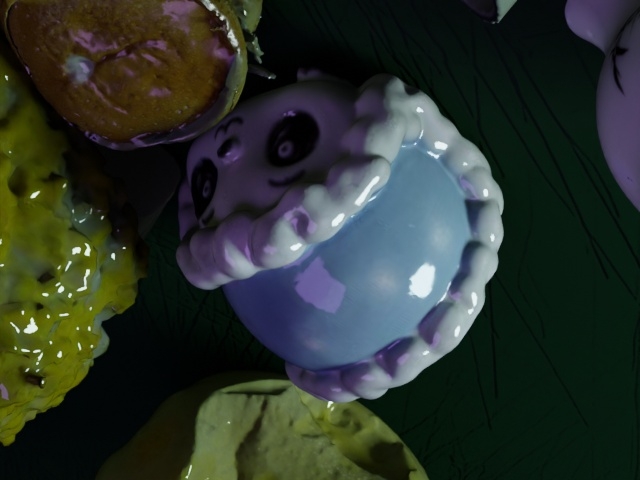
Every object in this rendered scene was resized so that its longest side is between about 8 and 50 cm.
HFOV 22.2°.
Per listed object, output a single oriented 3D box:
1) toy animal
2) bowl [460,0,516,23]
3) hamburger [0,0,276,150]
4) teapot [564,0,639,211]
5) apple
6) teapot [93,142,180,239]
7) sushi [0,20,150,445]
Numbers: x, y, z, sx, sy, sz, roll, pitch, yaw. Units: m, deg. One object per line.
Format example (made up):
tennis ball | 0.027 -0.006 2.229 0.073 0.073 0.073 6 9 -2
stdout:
toy animal | 0.000 0.000 1.082 0.208 0.156 0.204 -22 126 36
bowl | 0.070 -0.221 0.799 0.112 0.211 0.211 -34 122 1
hamburger | -0.110 -0.148 1.018 0.185 0.113 0.177 22 135 -9
teapot | 0.277 -0.068 0.890 0.300 0.166 0.208 5 130 11
apple | -0.041 0.234 1.275 0.279 0.279 0.279 14 139 12
teapot | -0.189 -0.008 1.225 0.107 0.077 0.200 32 139 -4
sushi | -0.331 -0.013 1.115 0.351 0.240 0.396 -20 105 45
